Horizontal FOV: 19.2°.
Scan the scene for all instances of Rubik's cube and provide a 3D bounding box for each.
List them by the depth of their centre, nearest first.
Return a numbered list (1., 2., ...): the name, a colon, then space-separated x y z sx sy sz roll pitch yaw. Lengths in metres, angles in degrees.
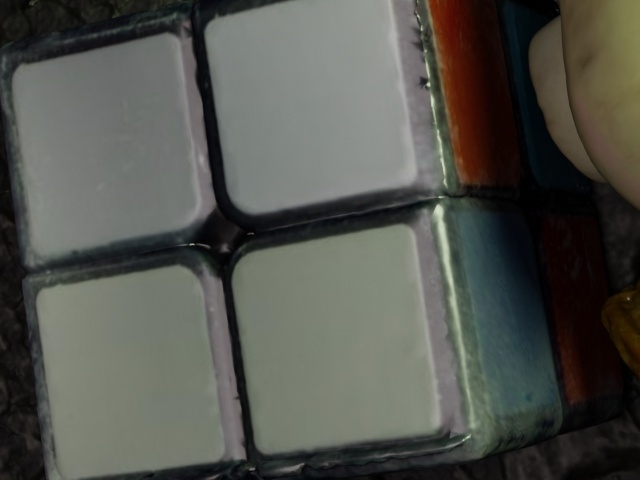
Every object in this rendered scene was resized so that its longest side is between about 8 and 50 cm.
1. Rubik's cube: 0.000 0.000 1.278 0.316 0.318 0.313 -11 85 23

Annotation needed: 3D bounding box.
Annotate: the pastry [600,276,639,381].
1. pastry: 0.272 0.076 1.221 0.103 0.188 0.189 -46 72 16

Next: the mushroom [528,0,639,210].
1. mushroom: 0.256 -0.143 1.098 0.353 0.325 0.353 6 108 18
